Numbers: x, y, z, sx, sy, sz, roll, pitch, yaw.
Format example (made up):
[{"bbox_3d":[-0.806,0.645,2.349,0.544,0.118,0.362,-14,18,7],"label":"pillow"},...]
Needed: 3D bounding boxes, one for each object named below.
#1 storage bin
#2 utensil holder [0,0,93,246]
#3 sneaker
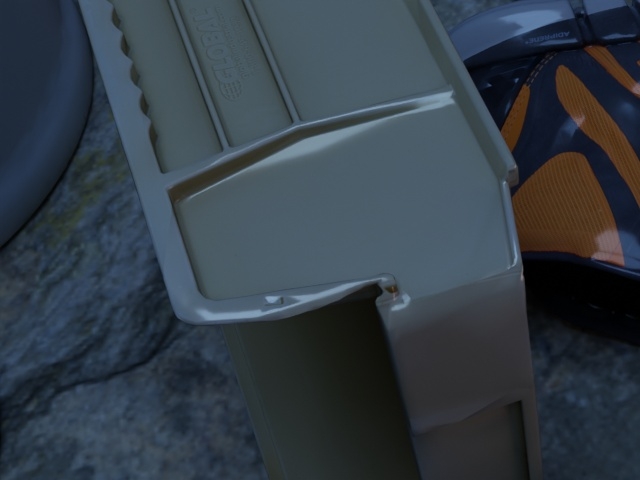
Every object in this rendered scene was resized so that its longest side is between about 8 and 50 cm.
[{"bbox_3d":[0.000,0.000,0.617,0.123,0.262,0.260,-19,53,-3],"label":"storage bin"},{"bbox_3d":[-0.333,-0.175,0.746,0.327,0.385,0.328,-6,55,9],"label":"utensil holder"},{"bbox_3d":[0.212,-0.043,0.697,0.321,0.124,0.180,-14,57,17],"label":"sneaker"}]
